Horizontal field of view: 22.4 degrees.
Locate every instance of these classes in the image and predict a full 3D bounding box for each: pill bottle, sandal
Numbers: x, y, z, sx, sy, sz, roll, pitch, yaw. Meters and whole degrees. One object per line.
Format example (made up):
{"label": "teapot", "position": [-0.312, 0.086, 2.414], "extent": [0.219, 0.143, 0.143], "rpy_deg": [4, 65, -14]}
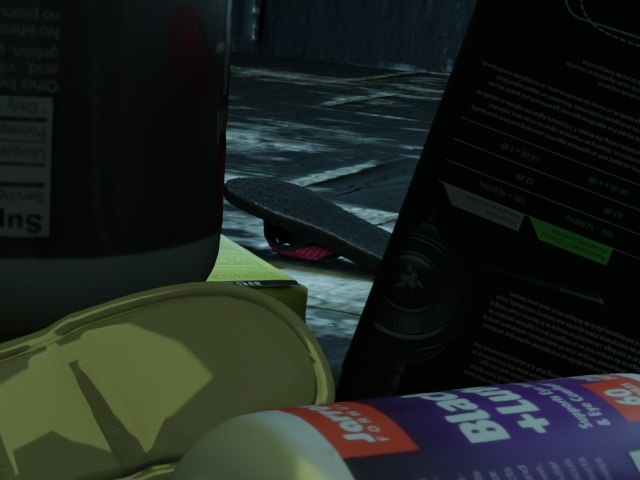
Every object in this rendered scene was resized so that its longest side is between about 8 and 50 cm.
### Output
{"label": "pill bottle", "position": [0.020, 0.097, 0.441], "extent": [0.193, 0.108, 0.108], "rpy_deg": [-3, 13, -31]}
{"label": "pill bottle", "position": [-0.125, -0.064, 0.666], "extent": [0.176, 0.318, 0.176], "rpy_deg": [4, 12, -1]}
{"label": "sandal", "position": [0.000, 0.000, 1.140], "extent": [0.179, 0.040, 0.067], "rpy_deg": [26, 26, 27]}

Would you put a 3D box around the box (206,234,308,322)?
{"label": "box", "position": [-0.089, 0.026, 0.902], "extent": [0.087, 0.058, 0.232], "rpy_deg": [-1, 13, -24]}

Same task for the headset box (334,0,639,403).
{"label": "headset box", "position": [0.121, -0.031, 0.728], "extent": [0.131, 0.283, 0.246], "rpy_deg": [21, 15, 8]}

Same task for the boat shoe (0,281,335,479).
{"label": "boat shoe", "position": [-0.149, 0.090, 0.522], "extent": [0.335, 0.095, 0.112], "rpy_deg": [-7, 51, -30]}
